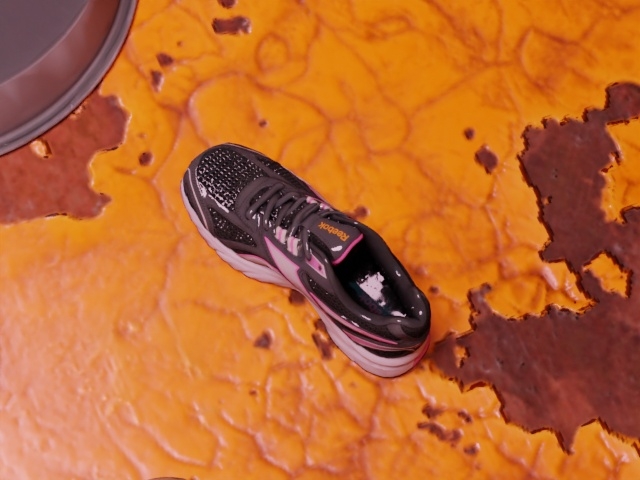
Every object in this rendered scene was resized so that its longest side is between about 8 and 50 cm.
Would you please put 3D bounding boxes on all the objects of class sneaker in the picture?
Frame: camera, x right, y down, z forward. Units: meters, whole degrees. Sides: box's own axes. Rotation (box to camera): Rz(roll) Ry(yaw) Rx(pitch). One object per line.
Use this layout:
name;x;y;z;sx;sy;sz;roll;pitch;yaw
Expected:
sneaker;0.000;0.000;0.850;0.178;0.077;0.072;37;69;4

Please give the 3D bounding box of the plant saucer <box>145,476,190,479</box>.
plant saucer;-0.085;0.172;0.814;0.083;0.015;0.083;3;73;-8

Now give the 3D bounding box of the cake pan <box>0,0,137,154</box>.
cake pan;-0.254;-0.184;0.878;0.293;0.054;0.293;3;72;-9
